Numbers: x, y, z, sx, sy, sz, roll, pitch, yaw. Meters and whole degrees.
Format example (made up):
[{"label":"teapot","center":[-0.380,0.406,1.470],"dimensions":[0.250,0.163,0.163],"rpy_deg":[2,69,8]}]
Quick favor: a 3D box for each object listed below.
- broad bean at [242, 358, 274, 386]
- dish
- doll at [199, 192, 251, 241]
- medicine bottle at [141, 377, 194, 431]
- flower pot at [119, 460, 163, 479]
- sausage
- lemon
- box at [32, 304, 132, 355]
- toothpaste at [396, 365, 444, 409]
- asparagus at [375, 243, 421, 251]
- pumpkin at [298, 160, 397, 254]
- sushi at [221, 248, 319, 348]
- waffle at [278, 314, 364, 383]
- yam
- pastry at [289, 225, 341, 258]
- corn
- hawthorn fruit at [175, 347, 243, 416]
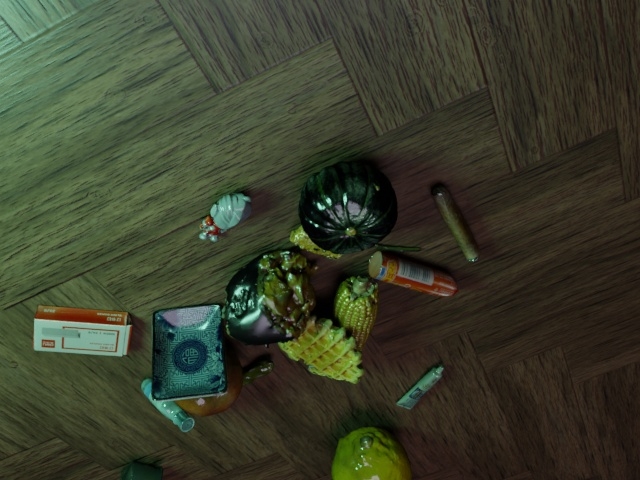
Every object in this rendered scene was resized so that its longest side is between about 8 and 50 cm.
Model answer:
[{"label":"broad bean","center":[-0.226,0.411,1.774],"dimensions":[0.256,0.053,0.052],"rpy_deg":[-41,164,23]},{"label":"dish","center":[-0.325,0.288,1.537],"dimensions":[0.181,0.243,0.080],"rpy_deg":[-6,148,-6]},{"label":"doll","center":[-0.211,-0.053,1.365],"dimensions":[0.094,0.079,0.180],"rpy_deg":[12,142,-39]},{"label":"medicine bottle","center":[-0.417,0.452,1.679],"dimensions":[0.054,0.208,0.090],"rpy_deg":[-46,134,-20]},{"label":"flower pot","center":[-0.591,0.783,1.970],"dimensions":[0.106,0.157,0.157],"rpy_deg":[34,118,-17]},{"label":"sausage","center":[0.253,0.094,1.579],"dimensions":[0.274,0.074,0.074],"rpy_deg":[16,126,-24]},{"label":"lemon","center":[0.163,0.753,2.001],"dimensions":[0.285,0.285,0.316],"rpy_deg":[-32,148,16]},{"label":"box","center":[-0.597,0.230,1.546],"dimensions":[0.229,0.050,0.123],"rpy_deg":[8,129,-17]},{"label":"toothpaste","center":[0.321,0.465,1.936],"dimensions":[0.060,0.038,0.233],"rpy_deg":[19,128,-20]},{"label":"asparagus","center":[0.177,0.018,1.536],"dimensions":[0.166,0.016,0.013],"rpy_deg":[5,163,-17]},{"label":"pumpkin","center":[0.060,-0.069,1.342],"dimensions":[0.220,0.162,0.221],"rpy_deg":[-2,132,-2]},{"label":"sushi","center":[-0.109,0.142,1.484],"dimensions":[0.204,0.213,0.200],"rpy_deg":[-21,155,26]},{"label":"waffle","center":[-0.010,0.282,1.626],"dimensions":[0.261,0.056,0.250],"rpy_deg":[6,134,35]},{"label":"yam","center":[0.332,-0.041,1.494],"dimensions":[0.046,0.046,0.264],"rpy_deg":[-27,130,13]},{"label":"pastry","center":[0.000,0.000,1.460],"dimensions":[0.140,0.056,0.080],"rpy_deg":[27,130,-27]},{"label":"corn","center":[0.086,0.209,1.617],"dimensions":[0.119,0.119,0.322],"rpy_deg":[-3,136,-8]},{"label":"hawthorn fruit","center":[-0.303,0.394,1.667],"dimensions":[0.199,0.199,0.251],"rpy_deg":[-9,145,-3]}]
